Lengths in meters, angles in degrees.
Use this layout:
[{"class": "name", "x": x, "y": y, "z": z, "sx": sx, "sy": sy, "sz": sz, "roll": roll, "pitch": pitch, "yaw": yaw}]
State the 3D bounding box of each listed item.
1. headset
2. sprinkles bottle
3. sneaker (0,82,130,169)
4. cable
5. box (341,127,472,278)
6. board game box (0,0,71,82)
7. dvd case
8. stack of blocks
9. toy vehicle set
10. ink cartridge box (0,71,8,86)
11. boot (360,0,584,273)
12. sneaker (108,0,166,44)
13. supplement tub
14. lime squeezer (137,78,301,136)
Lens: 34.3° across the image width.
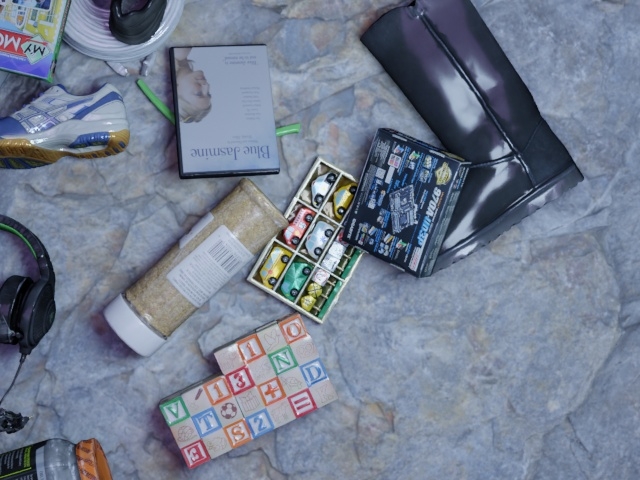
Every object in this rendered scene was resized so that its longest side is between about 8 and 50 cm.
[{"class": "headset", "x": -0.577, "y": 0.140, "z": 1.795, "sx": 0.243, "sy": 0.185, "sz": 0.394, "roll": -15, "pitch": 80, "yaw": -4}, {"class": "sprinkles bottle", "x": -0.221, "y": 0.048, "z": 1.850, "sx": 0.355, "sy": 0.121, "sz": 0.121, "roll": -43, "pitch": 94, "yaw": -1}, {"class": "sneaker", "x": -0.492, "y": -0.209, "z": 1.855, "sx": 0.296, "sy": 0.112, "sz": 0.131, "roll": -6, "pitch": 73, "yaw": -7}, {"class": "cable", "x": -0.371, "y": -0.451, "z": 1.858, "sx": 0.257, "sy": 0.089, "sz": 0.257, "roll": 29, "pitch": 88, "yaw": -5}, {"class": "box", "x": 0.147, "y": -0.067, "z": 1.818, "sx": 0.175, "sy": 0.051, "sz": 0.220, "roll": 26, "pitch": 107, "yaw": 29}, {"class": "board game box", "x": -0.594, "y": -0.412, "z": 1.777, "sx": 0.317, "sy": 0.046, "sz": 0.214, "roll": 13, "pitch": 88, "yaw": -3}, {"class": "dvd case", "x": -0.174, "y": -0.235, "z": 1.869, "sx": 0.180, "sy": 0.022, "sz": 0.253, "roll": -4, "pitch": 75, "yaw": -11}, {"class": "stack of blocks", "x": -0.139, "y": 0.268, "z": 1.883, "sx": 0.297, "sy": 0.087, "sz": 0.171, "roll": -25, "pitch": 92, "yaw": -4}, {"class": "toy vehicle set", "x": 0.000, "y": 0.000, "z": 1.920, "sx": 0.166, "sy": 0.035, "sz": 0.267, "roll": 30, "pitch": 88, "yaw": -5}, {"class": "ink cartridge box", "x": -0.669, "y": -0.307, "z": 1.836, "sx": 0.190, "sy": 0.082, "sz": 0.140, "roll": 32, "pitch": 88, "yaw": -2}, {"class": "boot", "x": 0.212, "y": -0.207, "z": 1.883, "sx": 0.367, "sy": 0.146, "sz": 0.445, "roll": -33, "pitch": 93, "yaw": -4}, {"class": "sneaker", "x": -0.274, "y": -0.473, "z": 1.760, "sx": 0.109, "sy": 0.130, "sz": 0.286, "roll": 21, "pitch": 85, "yaw": -4}, {"class": "supplement tub", "x": -0.525, "y": 0.461, "z": 1.798, "sx": 0.315, "sy": 0.193, "sz": 0.194, "roll": -17, "pitch": 92, "yaw": -4}, {"class": "lime squeezer", "x": -0.197, "y": -0.205, "z": 1.892, "sx": 0.310, "sy": 0.059, "sz": 0.110, "roll": 15, "pitch": 89, "yaw": -4}]
